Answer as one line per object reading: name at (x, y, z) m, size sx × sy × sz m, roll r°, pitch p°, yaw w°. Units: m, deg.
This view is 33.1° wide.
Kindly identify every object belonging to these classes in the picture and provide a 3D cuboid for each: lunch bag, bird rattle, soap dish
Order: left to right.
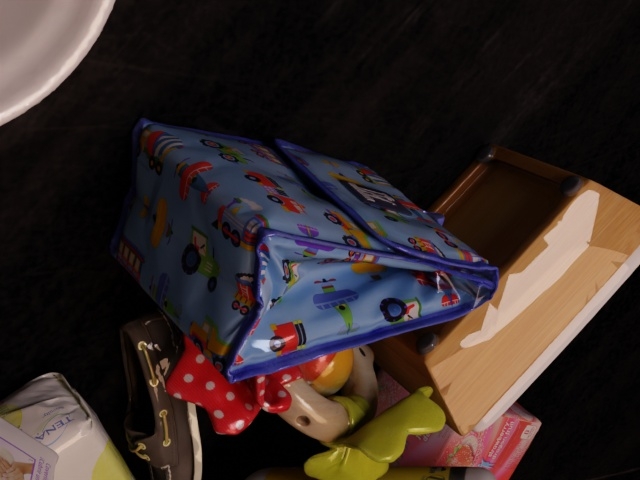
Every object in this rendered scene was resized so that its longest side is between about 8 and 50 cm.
bird rattle at (-0.022, 0.131, 1.020) m, size 0.253 × 0.207 × 0.143 m, roll 30°, pitch 118°, yaw -15°
lunch bag at (0.000, 0.000, 0.951) m, size 0.293 × 0.221 × 0.138 m, roll -2°, pitch 118°, yaw -38°
soap dish at (0.173, 0.036, 1.122) m, size 0.291 × 0.229 × 0.118 m, roll -47°, pitch 119°, yaw -4°

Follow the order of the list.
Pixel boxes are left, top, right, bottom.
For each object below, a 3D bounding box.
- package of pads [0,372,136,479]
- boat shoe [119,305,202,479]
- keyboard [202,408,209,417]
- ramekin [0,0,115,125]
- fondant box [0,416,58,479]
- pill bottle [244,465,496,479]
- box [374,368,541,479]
package of pads at (-0.307, 0.281, 0.979) m, size 0.296 × 0.101 × 0.229 m, roll -34°, pitch 135°, yaw -17°
boat shoe at (-0.159, 0.168, 1.041) m, size 0.069 × 0.081 × 0.227 m, roll -12°, pitch 117°, yaw -29°
keyboard at (-0.090, 0.084, 1.080) m, size 0.100 × 0.038 × 0.192 m, roll -21°, pitch 131°, yaw -57°
ramekin at (-0.272, -0.207, 0.663) m, size 0.277 × 0.135 × 0.277 m, roll -21°, pitch 129°, yaw -28°
fondant box at (-0.384, 0.159, 0.721) m, size 0.238 × 0.096 × 0.330 m, roll -41°, pitch 118°, yaw 18°
pill bottle at (0.016, 0.327, 1.104) m, size 0.334 × 0.188 × 0.188 m, roll -3°, pitch 130°, yaw 12°
box at (0.103, 0.294, 1.281) m, size 0.154 × 0.142 × 0.300 m, roll 16°, pitch 106°, yaw -44°
